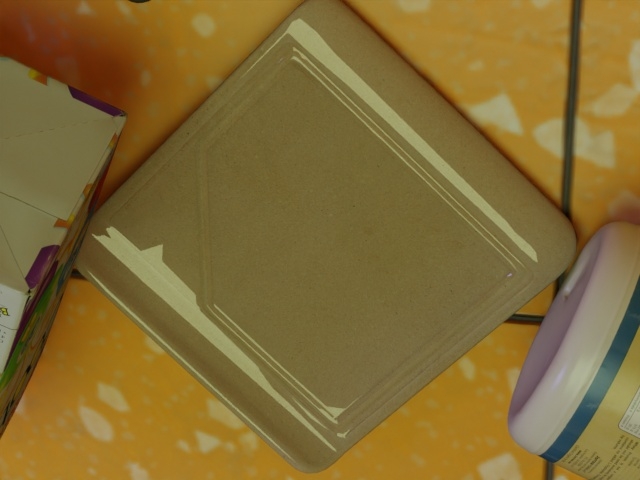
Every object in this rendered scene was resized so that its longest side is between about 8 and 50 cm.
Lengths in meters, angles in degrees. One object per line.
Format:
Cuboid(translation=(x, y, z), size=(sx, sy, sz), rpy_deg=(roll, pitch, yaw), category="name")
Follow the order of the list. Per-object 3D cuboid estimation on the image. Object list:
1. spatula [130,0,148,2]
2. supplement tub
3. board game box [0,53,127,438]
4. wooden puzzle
Cuboid(translation=(-0.012, -0.230, 1.026), size=(0.084, 0.030, 0.296), rpy_deg=(43, 117, -12), category="spatula")
Cuboid(translation=(0.223, 0.091, 1.064), size=(0.200, 0.144, 0.144), rpy_deg=(25, 119, 0), category="supplement tub")
Cuboid(translation=(-0.229, 0.025, 1.089), size=(0.144, 0.142, 0.275), rpy_deg=(25, 141, -3), category="board game box")
Cuboid(translation=(0.000, 0.000, 1.136), size=(0.221, 0.044, 0.239), rpy_deg=(43, 113, -9), category="wooden puzzle")
